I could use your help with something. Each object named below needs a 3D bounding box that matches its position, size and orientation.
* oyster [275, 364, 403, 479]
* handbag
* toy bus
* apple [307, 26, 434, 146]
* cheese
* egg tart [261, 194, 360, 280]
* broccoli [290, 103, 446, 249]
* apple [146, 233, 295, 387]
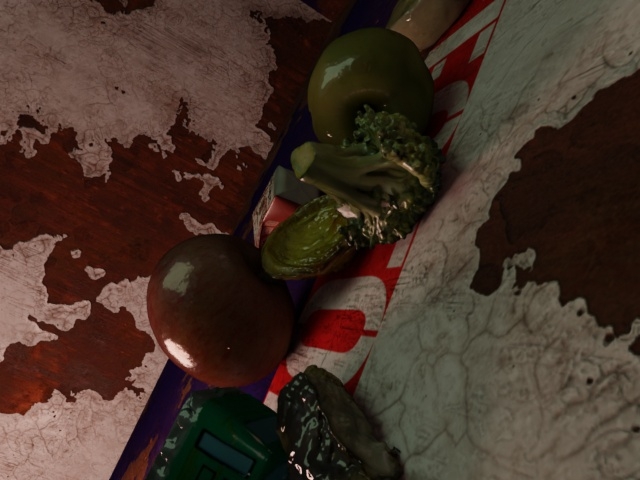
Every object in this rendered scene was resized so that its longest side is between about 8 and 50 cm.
[{"bbox_3d":[0.009,0.270,0.693,0.166,0.110,0.341,-61,28,26],"label":"oyster"},{"bbox_3d":[-0.126,-0.052,1.578,0.298,0.151,0.171,-55,22,35],"label":"handbag"},{"bbox_3d":[-0.173,0.419,0.837,0.343,0.199,0.183,-63,-20,-2],"label":"toy bus"},{"bbox_3d":[0.105,-0.293,1.074,0.279,0.279,0.279,-54,18,26],"label":"apple"},{"bbox_3d":[0.279,-0.619,1.317,0.326,0.115,0.318,-49,21,37],"label":"cheese"},{"bbox_3d":[0.000,0.000,1.124,0.279,0.095,0.279,-25,29,15],"label":"egg tart"},{"bbox_3d":[0.069,-0.101,0.886,0.263,0.243,0.246,31,110,55],"label":"broccoli"},{"bbox_3d":[-0.200,0.139,1.154,0.269,0.345,0.344,-46,22,34],"label":"apple"}]
